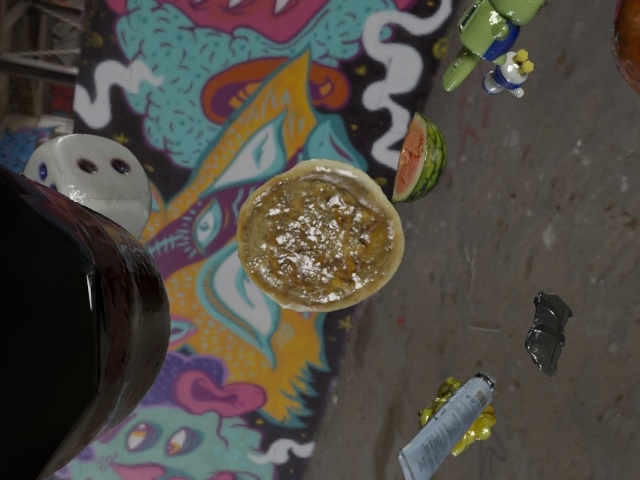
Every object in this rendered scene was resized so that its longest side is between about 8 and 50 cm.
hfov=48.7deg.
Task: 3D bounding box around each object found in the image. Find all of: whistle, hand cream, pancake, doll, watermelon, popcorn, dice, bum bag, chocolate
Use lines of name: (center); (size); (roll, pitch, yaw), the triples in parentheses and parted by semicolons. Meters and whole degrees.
whistle: (0.251, -0.311, 1.031); (0.227, 0.085, 0.105); (-55, 19, 34)
hand cream: (0.208, 0.299, 1.141); (0.055, 0.256, 0.088); (3, 120, 42)
pancake: (0.000, -0.001, 1.169); (0.049, 0.282, 0.283); (-84, 6, -75)
doll: (0.329, -0.295, 1.266); (0.099, 0.057, 0.143); (64, 164, 2)
watermelon: (0.184, -0.133, 1.212); (0.087, 0.068, 0.164); (30, 107, 65)
popcorn: (0.325, 0.426, 1.708); (0.197, 0.155, 0.197); (-46, 3, 3)
dice: (-0.456, -0.081, 1.375); (0.193, 0.191, 0.194); (-48, 60, 32)
bum bag: (0.450, 0.181, 1.414); (0.049, 0.087, 0.198); (-37, 17, 47)
chocolate: (-0.336, 0.098, 0.848); (0.331, 0.383, 0.384); (0, -79, -71)

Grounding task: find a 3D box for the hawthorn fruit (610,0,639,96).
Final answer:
hawthorn fruit: (0.705, -0.372, 1.160); (0.403, 0.402, 0.403); (-171, 90, -76)
